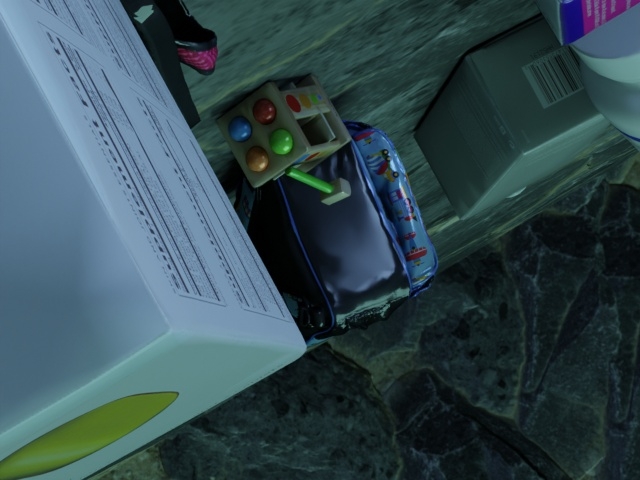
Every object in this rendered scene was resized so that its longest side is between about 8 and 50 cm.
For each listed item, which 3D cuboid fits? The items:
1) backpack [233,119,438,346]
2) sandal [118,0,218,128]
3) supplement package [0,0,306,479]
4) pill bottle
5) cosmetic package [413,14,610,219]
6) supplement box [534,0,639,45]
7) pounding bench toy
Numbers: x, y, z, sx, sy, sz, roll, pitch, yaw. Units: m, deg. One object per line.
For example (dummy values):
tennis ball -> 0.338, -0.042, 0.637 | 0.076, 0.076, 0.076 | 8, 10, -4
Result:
backpack -> 0.000, 0.000, 1.323 | 0.117, 0.158, 0.173 | -20, 173, -16
sandal -> -0.070, -0.096, 0.773 | 0.040, 0.067, 0.179 | -40, 171, -7
supplement package -> -0.149, -0.004, 0.549 | 0.199, 0.198, 0.263 | -30, 173, 3
pill bottle -> 0.288, -0.127, 1.296 | 0.152, 0.152, 0.272 | -32, 142, 20
cosmetic package -> 0.173, -0.108, 1.488 | 0.127, 0.107, 0.238 | -28, 175, -15
supplement box -> 0.182, -0.203, 0.821 | 0.220, 0.111, 0.114 | -31, 172, 5
pounding bench toy -> -0.018, -0.059, 1.137 | 0.052, 0.083, 0.065 | -34, 172, 31
